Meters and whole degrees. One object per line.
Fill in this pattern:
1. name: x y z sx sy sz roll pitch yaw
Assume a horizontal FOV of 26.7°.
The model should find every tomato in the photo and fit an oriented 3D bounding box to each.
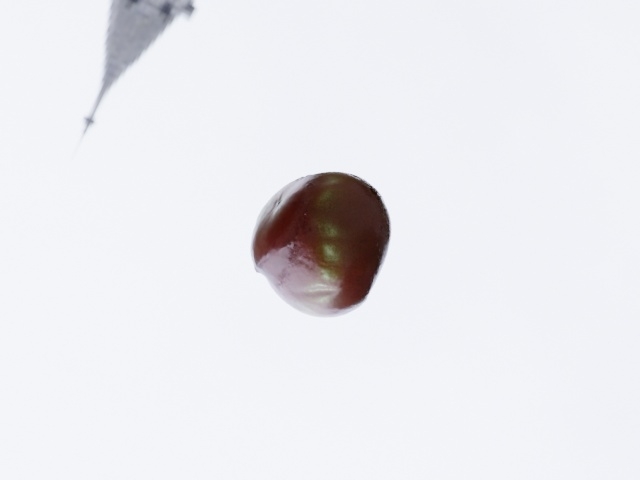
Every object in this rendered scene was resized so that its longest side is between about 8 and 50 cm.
1. tomato: 0.000 0.000 0.789 0.075 0.087 0.087 20 -135 -17
